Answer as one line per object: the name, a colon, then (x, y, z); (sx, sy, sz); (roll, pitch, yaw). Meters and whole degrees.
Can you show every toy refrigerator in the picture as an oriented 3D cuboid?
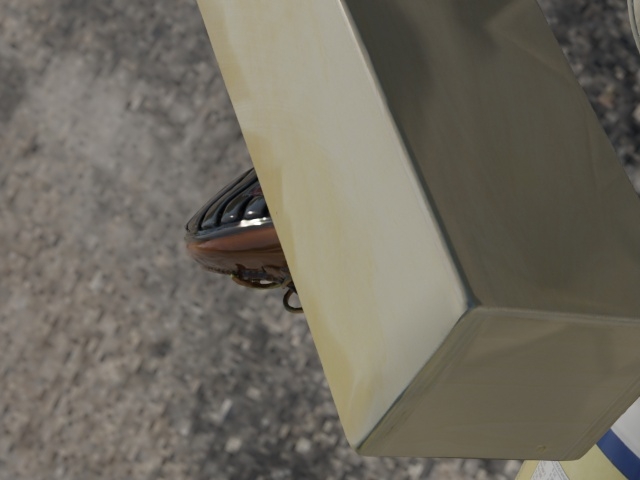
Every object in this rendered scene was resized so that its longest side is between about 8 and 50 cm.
toy refrigerator: (0.033, -0.047, 0.662); (0.094, 0.102, 0.270); (-56, 41, 39)

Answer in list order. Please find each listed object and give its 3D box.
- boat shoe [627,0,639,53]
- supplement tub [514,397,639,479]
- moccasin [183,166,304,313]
boat shoe: (0.293, -0.114, 1.200); (0.065, 0.206, 0.075); (-39, 5, -27)
supplement tub: (0.217, 0.220, 1.076); (0.316, 0.228, 0.228); (-68, 27, 25)
moccasin: (0.002, -0.002, 1.591); (0.380, 0.147, 0.139); (-8, 33, 50)
